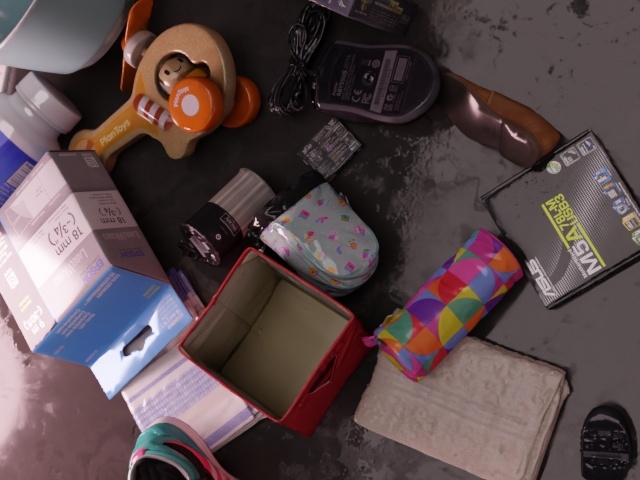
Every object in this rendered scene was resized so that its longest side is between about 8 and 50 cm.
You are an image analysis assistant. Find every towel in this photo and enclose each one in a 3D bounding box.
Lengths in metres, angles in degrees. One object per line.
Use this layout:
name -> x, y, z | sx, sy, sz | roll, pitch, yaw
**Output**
towel -> -0.226, 0.210, 1.883 | 0.209, 0.034, 0.285 | -38, 73, 17
towel -> 0.202, 0.227, 1.710 | 0.282, 0.049, 0.187 | 21, 93, 22

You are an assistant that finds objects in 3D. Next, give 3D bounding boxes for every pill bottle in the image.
pill bottle -> -0.525, -0.145, 1.944 | 0.272, 0.152, 0.152 | -45, 73, 5

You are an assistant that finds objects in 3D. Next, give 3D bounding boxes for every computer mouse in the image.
computer mouse -> 0.392, 0.346, 1.640 | 0.071, 0.041, 0.242 | 4, 95, 20
computer mouse -> 0.066, -0.243, 1.778 | 0.272, 0.072, 0.188 | 18, 87, 29

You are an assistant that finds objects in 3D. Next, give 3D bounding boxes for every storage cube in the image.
storage cube -> -0.056, 0.153, 1.714 | 0.215, 0.193, 0.183 | 33, 83, 18

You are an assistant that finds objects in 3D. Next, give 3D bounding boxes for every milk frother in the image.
milk frother -> -0.148, -0.027, 1.837 | 0.135, 0.129, 0.143 | -45, 36, -22

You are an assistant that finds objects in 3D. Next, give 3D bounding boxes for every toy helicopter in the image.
toy helicopter -> -0.283, -0.221, 1.880 | 0.355, 0.140, 0.235 | -32, 83, 29

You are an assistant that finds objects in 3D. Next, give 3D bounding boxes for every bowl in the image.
bowl -> -0.405, -0.386, 1.875 | 0.312, 0.163, 0.311 | -34, 42, 36

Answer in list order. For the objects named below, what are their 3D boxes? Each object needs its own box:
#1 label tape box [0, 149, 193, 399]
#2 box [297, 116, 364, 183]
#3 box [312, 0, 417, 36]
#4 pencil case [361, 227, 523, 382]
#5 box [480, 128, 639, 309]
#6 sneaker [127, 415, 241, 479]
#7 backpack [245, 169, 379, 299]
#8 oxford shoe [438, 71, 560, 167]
label tape box -> -0.380, 0.058, 1.870 | 0.240, 0.106, 0.333 | -44, 69, 30
box -> 0.016, -0.138, 1.815 | 0.083, 0.018, 0.067 | -47, 73, 13
box -> 0.018, -0.365, 1.711 | 0.183, 0.233, 0.059 | 29, 104, 20
pencil case -> 0.174, 0.090, 1.668 | 0.236, 0.104, 0.104 | -42, 73, -6
box -> 0.350, -0.028, 1.667 | 0.184, 0.045, 0.190 | -32, 76, 14
sneaker -> -0.171, 0.393, 1.752 | 0.295, 0.178, 0.123 | 40, 108, 5
backpack -> 0.000, 0.000, 1.748 | 0.152, 0.115, 0.182 | -40, 82, -17
oxford shoe -> 0.252, -0.181, 1.708 | 0.212, 0.076, 0.076 | 41, 144, 29
